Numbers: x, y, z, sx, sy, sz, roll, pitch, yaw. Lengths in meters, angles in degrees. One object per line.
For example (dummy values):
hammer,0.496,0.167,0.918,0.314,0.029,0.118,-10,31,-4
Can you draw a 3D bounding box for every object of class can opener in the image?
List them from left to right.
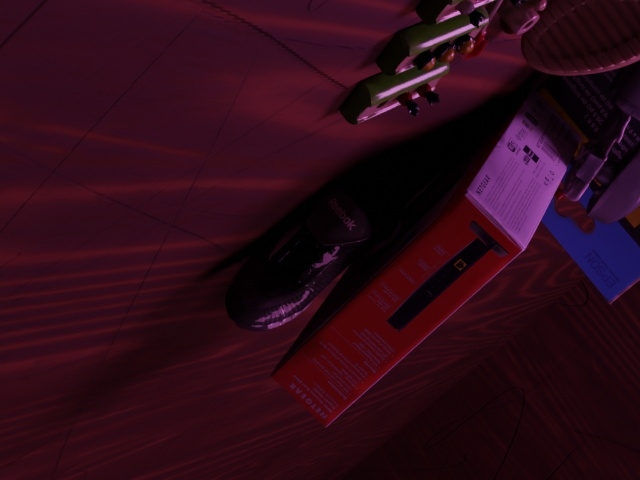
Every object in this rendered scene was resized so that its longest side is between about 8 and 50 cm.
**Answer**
can opener,0.354,-0.146,1.772,0.283,0.095,0.076,-56,-170,20

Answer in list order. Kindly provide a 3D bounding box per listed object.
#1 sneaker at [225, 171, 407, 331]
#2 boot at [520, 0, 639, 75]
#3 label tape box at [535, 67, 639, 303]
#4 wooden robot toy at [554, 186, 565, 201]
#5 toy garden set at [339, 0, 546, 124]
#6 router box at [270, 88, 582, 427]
sneaker,0.000,0.000,1.652,0.234,0.078,0.106,-35,165,-30
boot,0.308,-0.232,1.626,0.248,0.090,0.207,-25,-174,8
label tape box,0.381,-0.128,1.866,0.334,0.240,0.106,-43,168,28
wooden robot toy,0.267,-0.077,2.143,0.079,0.076,0.173,-12,153,-40
toy garden set,0.151,-0.192,1.423,0.204,0.049,0.244,-27,164,-42
router box,0.118,0.012,1.779,0.301,0.082,0.335,-44,-177,28
